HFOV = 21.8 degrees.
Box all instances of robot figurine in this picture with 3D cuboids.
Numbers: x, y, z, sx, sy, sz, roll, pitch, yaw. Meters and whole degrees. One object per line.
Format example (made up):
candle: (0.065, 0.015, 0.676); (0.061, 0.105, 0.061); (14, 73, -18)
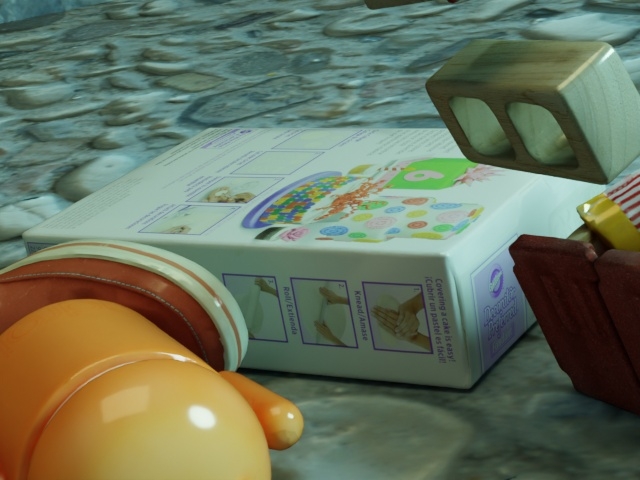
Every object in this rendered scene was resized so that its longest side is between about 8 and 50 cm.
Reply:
robot figurine: (-0.107, 0.106, 0.847); (0.158, 0.128, 0.219); (28, -1, -30)

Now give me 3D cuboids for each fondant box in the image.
fondant box: (0.000, 0.000, 1.144); (0.330, 0.096, 0.238); (1, 22, 32)

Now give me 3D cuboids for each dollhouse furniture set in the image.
dollhouse furniture set: (0.175, -0.099, 0.869); (0.201, 0.374, 0.152); (-39, 25, -21)

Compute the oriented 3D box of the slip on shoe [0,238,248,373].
slip on shoe: (-0.199, 0.076, 1.012); (0.331, 0.123, 0.101); (-6, 34, 20)
